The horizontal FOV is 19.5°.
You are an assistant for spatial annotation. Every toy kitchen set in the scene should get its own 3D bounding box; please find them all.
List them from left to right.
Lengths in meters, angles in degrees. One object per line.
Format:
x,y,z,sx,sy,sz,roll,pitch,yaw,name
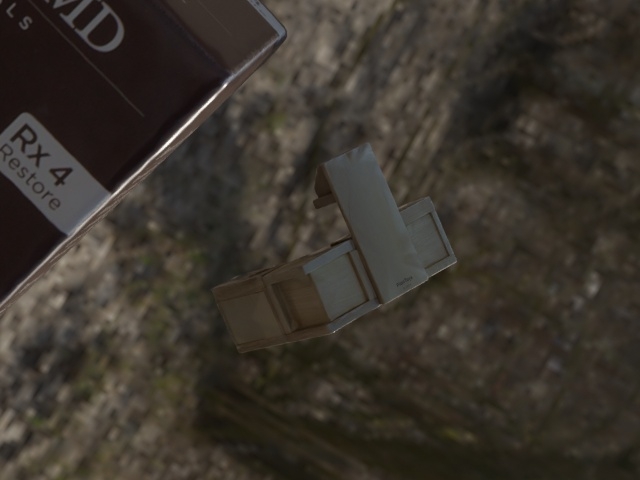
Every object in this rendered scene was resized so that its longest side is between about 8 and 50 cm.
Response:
0.000,0.000,0.851,0.083,0.068,0.075,-27,-173,-38,toy kitchen set

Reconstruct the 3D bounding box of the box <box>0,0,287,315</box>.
-0.148,-0.064,0.727,0.203,0.168,0.167,-43,-176,14,box
